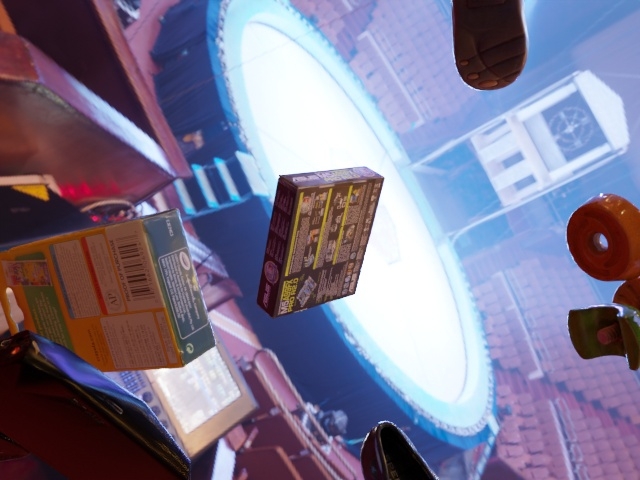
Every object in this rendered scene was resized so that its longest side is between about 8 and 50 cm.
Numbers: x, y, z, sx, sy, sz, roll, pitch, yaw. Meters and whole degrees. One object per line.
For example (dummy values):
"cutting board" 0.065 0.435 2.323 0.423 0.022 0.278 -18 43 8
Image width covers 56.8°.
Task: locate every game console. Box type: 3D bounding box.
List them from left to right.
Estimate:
"game console" -0.310 0.192 0.572 0.213 0.361 0.044 56 30 -33

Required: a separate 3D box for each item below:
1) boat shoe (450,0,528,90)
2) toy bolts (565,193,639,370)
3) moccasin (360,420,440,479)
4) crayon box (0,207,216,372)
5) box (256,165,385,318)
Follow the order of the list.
"boat shoe" 0.237 -0.402 0.850 0.130 0.132 0.355 -66 155 -56
"toy bolts" 0.406 0.041 0.645 0.228 0.158 0.218 8 -67 67
"moccasin" 0.154 0.437 0.899 0.342 0.137 0.117 51 -28 34
"crayon box" -0.324 0.083 0.860 0.083 0.323 0.203 -29 108 -62
"box" 0.000 0.000 1.117 0.216 0.270 0.060 -12 35 -39
